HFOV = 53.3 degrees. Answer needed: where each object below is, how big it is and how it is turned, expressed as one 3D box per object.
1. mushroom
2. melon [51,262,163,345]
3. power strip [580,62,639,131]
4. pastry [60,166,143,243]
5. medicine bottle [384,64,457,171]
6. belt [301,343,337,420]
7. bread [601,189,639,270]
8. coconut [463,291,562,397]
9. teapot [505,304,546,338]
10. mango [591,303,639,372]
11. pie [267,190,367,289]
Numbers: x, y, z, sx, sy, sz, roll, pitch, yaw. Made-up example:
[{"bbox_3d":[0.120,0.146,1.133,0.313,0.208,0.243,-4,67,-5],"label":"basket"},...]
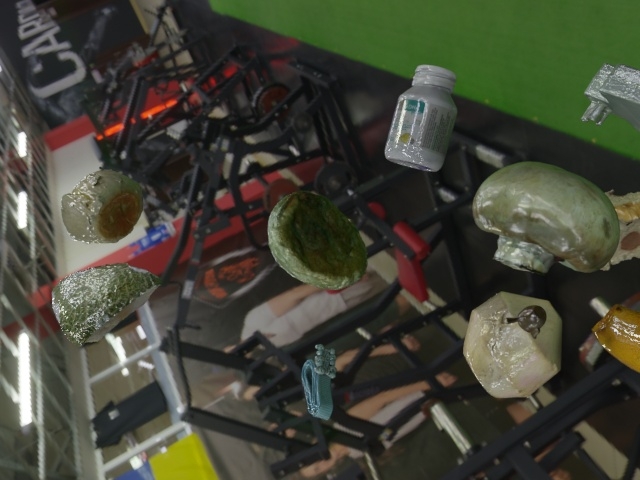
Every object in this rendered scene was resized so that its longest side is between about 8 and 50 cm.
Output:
[{"bbox_3d":[0.534,-0.044,1.518,0.352,0.260,0.352,22,-176,-2],"label":"mushroom"},{"bbox_3d":[-0.346,0.113,1.003,0.139,0.203,0.093,-77,-30,-48],"label":"melon"},{"bbox_3d":[0.733,-0.308,1.495,0.230,0.141,0.261,25,-165,-34],"label":"power strip"},{"bbox_3d":[-0.433,-0.066,1.273,0.088,0.166,0.165,25,152,26],"label":"pastry"},{"bbox_3d":[0.230,-0.271,1.413,0.135,0.135,0.215,-156,80,-72],"label":"medicine bottle"},{"bbox_3d":[0.003,0.351,1.553,0.065,0.100,0.179,26,-153,-26],"label":"belt"},{"bbox_3d":[0.814,-0.021,1.707,0.211,0.184,0.224,-43,-64,-73],"label":"bread"},{"bbox_3d":[0.637,0.334,2.084,0.352,0.353,0.352,58,169,19],"label":"coconut"},{"bbox_3d":[0.560,0.221,1.734,0.080,0.110,0.085,119,147,-52],"label":"teapot"},{"bbox_3d":[0.849,0.256,1.542,0.359,0.144,0.186,6,117,34],"label":"mango"},{"bbox_3d":[0.000,0.000,1.523,0.277,0.277,0.078,57,138,20],"label":"pie"}]
